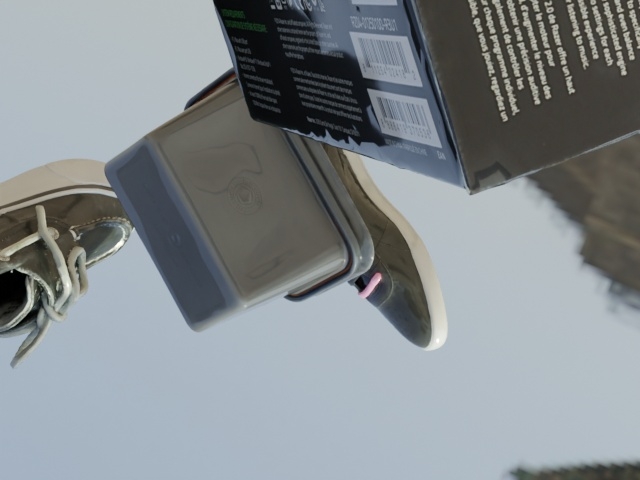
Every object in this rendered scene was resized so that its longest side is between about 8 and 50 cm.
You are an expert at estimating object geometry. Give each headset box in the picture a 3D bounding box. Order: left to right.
[{"bbox_3d":[0.116,-0.131,0.582,0.283,0.131,0.246,-20,-167,-11],"label":"headset box"}]

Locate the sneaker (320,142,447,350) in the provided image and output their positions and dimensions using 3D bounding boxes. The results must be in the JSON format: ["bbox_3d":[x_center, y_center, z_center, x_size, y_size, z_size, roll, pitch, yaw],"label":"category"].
[{"bbox_3d":[0.000,0.000,1.842,0.147,0.104,0.295,-25,-102,-30],"label":"sneaker"}]

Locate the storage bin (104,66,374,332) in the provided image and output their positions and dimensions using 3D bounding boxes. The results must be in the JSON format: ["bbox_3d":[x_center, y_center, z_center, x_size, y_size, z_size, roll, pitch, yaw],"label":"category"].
[{"bbox_3d":[-0.054,-0.017,1.035,0.091,0.098,0.135,-28,-90,-40],"label":"storage bin"}]

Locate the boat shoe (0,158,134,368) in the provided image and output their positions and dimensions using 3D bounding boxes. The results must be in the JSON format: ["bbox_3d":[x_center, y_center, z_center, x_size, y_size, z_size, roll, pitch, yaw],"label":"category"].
[{"bbox_3d":[-0.218,0.022,1.307,0.105,0.113,0.306,46,-152,19],"label":"boat shoe"}]
